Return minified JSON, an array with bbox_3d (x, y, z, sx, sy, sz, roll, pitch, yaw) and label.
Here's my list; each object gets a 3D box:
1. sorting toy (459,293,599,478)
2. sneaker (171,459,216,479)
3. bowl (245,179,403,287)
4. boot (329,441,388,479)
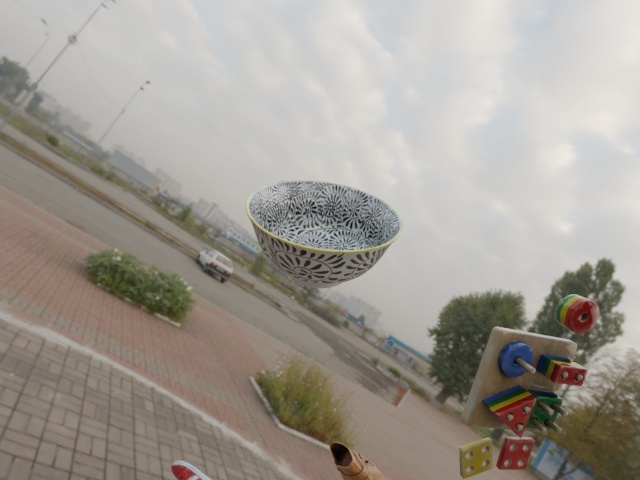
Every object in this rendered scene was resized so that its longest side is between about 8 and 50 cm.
[{"bbox_3d":[0.262,0.196,0.522,0.132,0.274,0.046,13,9,-18],"label":"sorting toy"},{"bbox_3d":[-0.180,0.364,0.577,0.119,0.067,0.042,20,-49,22],"label":"sneaker"},{"bbox_3d":[0.000,0.000,0.460,0.170,0.080,0.170,7,30,-4],"label":"bowl"},{"bbox_3d":[0.069,0.502,0.920,0.152,0.073,0.197,45,-29,-17],"label":"boot"}]
